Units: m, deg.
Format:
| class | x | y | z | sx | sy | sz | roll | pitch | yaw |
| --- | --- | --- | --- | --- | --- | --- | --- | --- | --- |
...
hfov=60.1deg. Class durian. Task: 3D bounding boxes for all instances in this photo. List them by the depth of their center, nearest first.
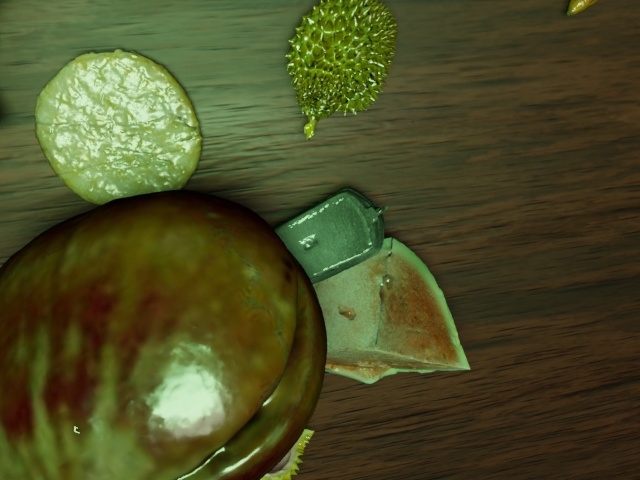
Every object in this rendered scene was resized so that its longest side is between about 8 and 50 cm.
| class | x | y | z | sx | sy | sz | roll | pitch | yaw |
| --- | --- | --- | --- | --- | --- | --- | --- | --- | --- |
| durian | 0.023 | -0.231 | 0.747 | 0.146 | 0.102 | 0.208 | 22 | 108 | -26 |
| durian | -0.123 | 0.359 | 0.947 | 0.182 | 0.165 | 0.132 | 32 | 59 | -44 |

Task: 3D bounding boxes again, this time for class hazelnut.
| class | x | y | z | sx | sy | sz | roll | pitch | yaw |
| --- | --- | --- | --- | --- | --- | --- | --- | --- | --- |
| hazelnut | -0.201 | 0.146 | 0.685 | 0.428 | 0.402 | 0.403 | -10 | 113 | 7 |

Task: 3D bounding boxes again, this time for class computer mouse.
| class | x | y | z | sx | sy | sz | roll | pitch | yaw |
| --- | --- | --- | --- | --- | --- | --- | --- | --- | --- |
| computer mouse | -0.001 | 0.001 | 0.838 | 0.228 | 0.068 | 0.113 | -25 | 85 | 3 |

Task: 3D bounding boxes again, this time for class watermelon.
| class | x | y | z | sx | sy | sz | roll | pitch | yaw |
| --- | --- | --- | --- | --- | --- | --- | --- | --- | --- |
| watermelon | 0.090 | 0.137 | 0.868 | 0.260 | 0.176 | 0.256 | 28 | 106 | -36 |

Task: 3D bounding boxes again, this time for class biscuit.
| class | x | y | z | sx | sy | sz | roll | pitch | yaw |
| --- | --- | --- | --- | --- | --- | --- | --- | --- | --- |
| biscuit | -0.268 | -0.144 | 0.747 | 0.219 | 0.033 | 0.220 | -4 | 111 | -11 |

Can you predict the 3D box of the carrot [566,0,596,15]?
| class | x | y | z | sx | sy | sz | roll | pitch | yaw |
| --- | --- | --- | --- | --- | --- | --- | --- | --- | --- |
| carrot | 0.460 | -0.434 | 0.794 | 0.066 | 0.062 | 0.271 | 10 | 116 | -51 |
